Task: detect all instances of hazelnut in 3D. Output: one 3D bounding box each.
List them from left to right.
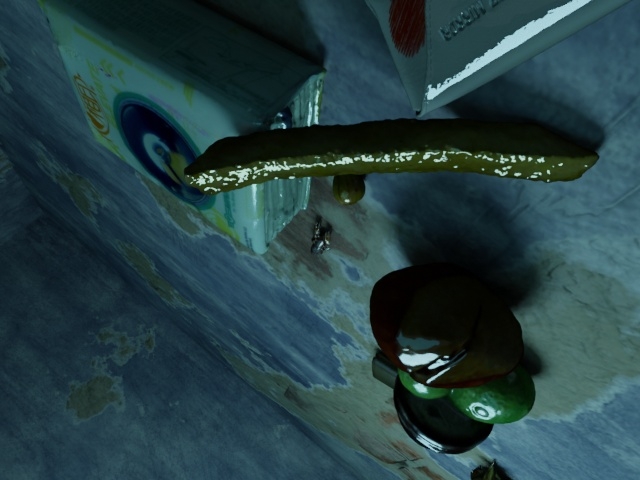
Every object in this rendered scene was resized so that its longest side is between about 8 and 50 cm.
[{"bbox_3d":[0.166,0.125,0.667,0.212,0.181,0.181,34,134,-7],"label":"hazelnut"}]

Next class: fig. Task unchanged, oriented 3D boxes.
[{"bbox_3d":[0.035,-0.090,0.668,0.050,0.050,0.083,7,127,48],"label":"fig"}]

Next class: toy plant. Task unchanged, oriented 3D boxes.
[{"bbox_3d":[0.228,0.266,0.805,0.217,0.175,0.235,18,137,8],"label":"toy plant"}]

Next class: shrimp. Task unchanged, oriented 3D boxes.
[{"bbox_3d":[0.003,0.000,0.856,0.038,0.029,0.092,33,147,18],"label":"shrimp"}]

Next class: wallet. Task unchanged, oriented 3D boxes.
[{"bbox_3d":[0.208,0.335,1.067,0.198,0.031,0.110,27,149,26],"label":"wallet"}]

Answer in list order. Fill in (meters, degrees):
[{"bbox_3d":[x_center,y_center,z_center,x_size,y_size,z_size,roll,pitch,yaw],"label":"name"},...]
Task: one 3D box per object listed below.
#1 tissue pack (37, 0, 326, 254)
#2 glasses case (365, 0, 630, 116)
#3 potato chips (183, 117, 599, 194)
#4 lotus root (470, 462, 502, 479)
[{"bbox_3d":[-0.194,-0.191,0.695,0.388,0.162,0.287,33,148,15],"label":"tissue pack"},{"bbox_3d":[0.138,-0.197,0.341,0.128,0.083,0.308,48,152,-13],"label":"glasses case"},{"bbox_3d":[0.061,-0.090,0.493,0.406,0.080,0.057,-1,148,9],"label":"potato chips"},{"bbox_3d":[0.423,0.655,1.137,0.154,0.154,0.278,10,134,46],"label":"lotus root"}]
